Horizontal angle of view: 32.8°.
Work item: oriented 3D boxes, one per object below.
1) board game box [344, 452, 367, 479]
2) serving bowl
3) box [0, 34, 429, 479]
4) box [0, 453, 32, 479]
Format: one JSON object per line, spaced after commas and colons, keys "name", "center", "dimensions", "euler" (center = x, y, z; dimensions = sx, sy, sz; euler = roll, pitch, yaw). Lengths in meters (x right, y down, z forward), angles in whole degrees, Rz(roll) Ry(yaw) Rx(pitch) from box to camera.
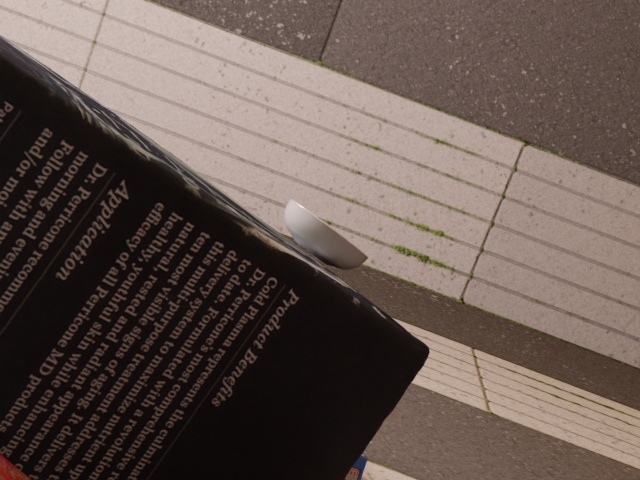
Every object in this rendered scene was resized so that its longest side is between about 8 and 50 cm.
{"name": "board game box", "center": [-0.053, 0.215, 1.245], "dimensions": [0.160, 0.047, 0.210], "euler": [17, 4, -18]}
{"name": "serving bowl", "center": [0.000, 0.000, 0.924], "dimensions": [0.083, 0.027, 0.083], "euler": [36, -1, 1]}
{"name": "box", "center": [-0.251, 0.018, 0.938], "dimensions": [0.472, 0.297, 0.480], "euler": [37, -1, -36]}
{"name": "box", "center": [-0.158, 0.234, 0.564], "dimensions": [0.257, 0.123, 0.128], "euler": [42, -13, 41]}
